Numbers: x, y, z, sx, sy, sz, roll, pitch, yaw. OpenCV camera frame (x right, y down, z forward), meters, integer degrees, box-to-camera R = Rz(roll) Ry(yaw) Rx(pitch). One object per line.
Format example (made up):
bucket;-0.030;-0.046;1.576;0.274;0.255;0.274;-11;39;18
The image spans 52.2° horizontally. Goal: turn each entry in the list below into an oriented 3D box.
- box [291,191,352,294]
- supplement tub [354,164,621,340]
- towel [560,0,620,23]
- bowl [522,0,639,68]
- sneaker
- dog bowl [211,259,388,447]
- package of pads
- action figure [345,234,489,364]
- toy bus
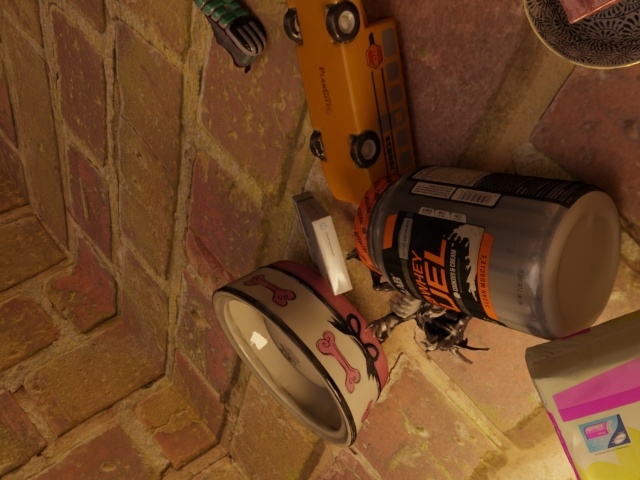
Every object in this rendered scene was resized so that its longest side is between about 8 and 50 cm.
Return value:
box;0.000;0.000;1.200;0.186;0.038;0.145;-126;17;-69
supplement tub;0.206;0.003;0.866;0.316;0.193;0.193;15;127;47
towel;0.309;-0.356;0.513;0.329;0.037;0.237;-21;96;37
bowl;0.292;-0.258;0.637;0.170;0.080;0.170;13;115;29
sneaker;-0.189;-0.405;1.169;0.224;0.083;0.098;56;151;4
dog bowl;-0.034;0.216;1.331;0.408;0.150;0.408;38;153;23
package of pads;0.404;0.179;0.694;0.296;0.101;0.229;-23;100;15
action figure;0.145;0.104;1.077;0.276;0.141;0.164;51;144;18
toy bus;0.052;-0.213;0.956;0.108;0.130;0.333;18;129;47
